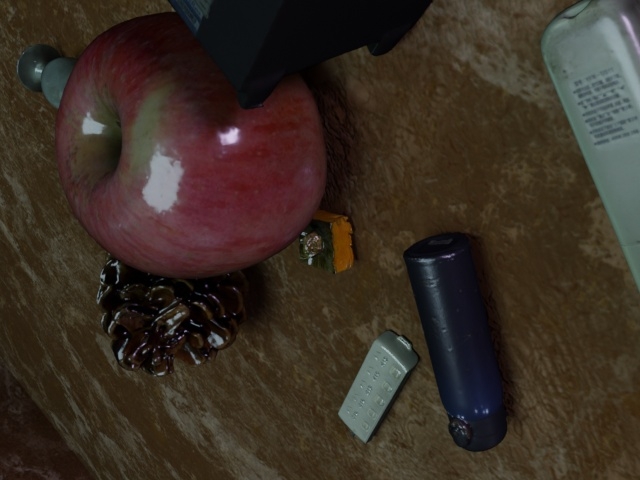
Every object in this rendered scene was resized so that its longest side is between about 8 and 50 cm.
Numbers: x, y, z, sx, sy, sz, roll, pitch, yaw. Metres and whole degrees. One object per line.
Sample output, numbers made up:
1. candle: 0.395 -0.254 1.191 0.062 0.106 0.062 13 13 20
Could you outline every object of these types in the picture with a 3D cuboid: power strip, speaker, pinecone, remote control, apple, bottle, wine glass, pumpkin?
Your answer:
1. power strip: 0.073 0.215 0.998 0.060 0.027 0.252 43 140 22
2. speaker: 0.000 -0.276 0.593 0.184 0.232 0.254 55 148 8
3. pinecone: -0.226 0.082 1.091 0.243 0.243 0.257 62 -175 -2
4. remote control: 0.268 -0.050 0.585 0.090 0.038 0.309 -18 100 51
5. apple: -0.146 -0.110 0.865 0.345 0.269 0.344 3 94 47
6. bottle: 0.153 0.117 0.794 0.072 0.082 0.244 1 114 47
7. wine glass: -0.430 -0.267 1.221 0.202 0.093 0.093 29 133 37
8. pumpkin: 0.000 0.000 0.922 0.083 0.054 0.074 17 122 51
